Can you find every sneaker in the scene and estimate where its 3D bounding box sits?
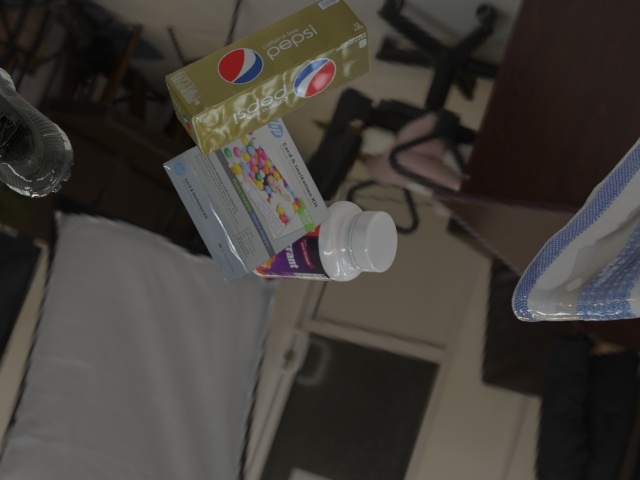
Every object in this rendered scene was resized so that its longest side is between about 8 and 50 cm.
[{"bbox_3d":[-0.325,-0.122,1.095,0.234,0.078,0.106,44,-176,39],"label":"sneaker"}]

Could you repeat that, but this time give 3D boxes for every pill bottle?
[{"bbox_3d":[0.000,0.000,1.506,0.193,0.108,0.108,1,160,33],"label":"pill bottle"}]

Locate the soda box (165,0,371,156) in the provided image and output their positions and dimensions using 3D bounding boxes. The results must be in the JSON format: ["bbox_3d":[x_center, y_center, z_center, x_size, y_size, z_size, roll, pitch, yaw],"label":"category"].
[{"bbox_3d":[-0.046,-0.151,1.023,0.058,0.181,0.061,55,167,30],"label":"soda box"}]

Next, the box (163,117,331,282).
[{"bbox_3d":[-0.076,-0.054,1.247,0.038,0.145,0.186,-23,-173,34],"label":"box"}]

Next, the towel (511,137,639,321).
[{"bbox_3d":[0.239,-0.035,0.651,0.034,0.209,0.285,47,161,-10],"label":"towel"}]
